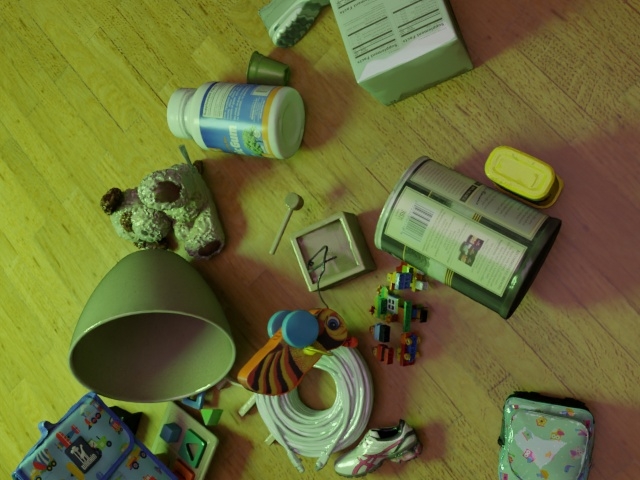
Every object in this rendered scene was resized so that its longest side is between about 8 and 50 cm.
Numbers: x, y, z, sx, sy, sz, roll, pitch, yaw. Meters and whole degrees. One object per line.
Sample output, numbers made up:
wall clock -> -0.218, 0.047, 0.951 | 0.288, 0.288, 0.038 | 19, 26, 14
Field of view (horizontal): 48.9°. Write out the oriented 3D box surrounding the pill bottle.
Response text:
pill bottle -> -0.184, -0.261, 1.505 | 0.272, 0.152, 0.152 | 8, 91, 22

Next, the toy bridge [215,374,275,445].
toy bridge -> -0.152, 0.356, 1.535 | 0.188, 0.026, 0.063 | 44, 101, 17

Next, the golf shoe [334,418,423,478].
golf shoe -> 0.105, 0.410, 1.400 | 0.186, 0.067, 0.086 | -25, 104, 13

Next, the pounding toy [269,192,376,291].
pounding toy -> -0.010, -0.002, 1.457 | 0.181, 0.094, 0.206 | -24, 79, 18

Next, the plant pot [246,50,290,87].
plant pot -> -0.110, -0.362, 1.527 | 0.079, 0.083, 0.083 | 15, 93, 8

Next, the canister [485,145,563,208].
canister -> 0.368, -0.114, 1.273 | 0.126, 0.170, 0.073 | 29, 98, 20

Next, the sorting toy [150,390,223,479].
sorting toy -> -0.321, 0.475, 1.551 | 0.196, 0.047, 0.347 | 27, 98, 40

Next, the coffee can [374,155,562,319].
coffee can -> 0.268, -0.010, 1.291 | 0.275, 0.201, 0.201 | 30, 99, 20

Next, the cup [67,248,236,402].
cup -> -0.354, 0.159, 1.495 | 0.331, 0.331, 0.237 | -30, 45, 18

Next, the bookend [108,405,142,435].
bookend -> -0.521, 0.452, 1.651 | 0.156, 0.072, 0.157 | 20, 94, 21

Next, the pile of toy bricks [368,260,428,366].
pile of toy bricks -> 0.139, 0.140, 1.399 | 0.105, 0.118, 0.212 | 16, 105, 53

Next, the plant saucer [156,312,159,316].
plant saucer -> -0.422, 0.238, 1.650 | 0.067, 0.018, 0.192 | 19, 95, 21

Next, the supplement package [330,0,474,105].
supplement package -> 0.148, -0.435, 1.356 | 0.198, 0.199, 0.262 | -21, 81, 19

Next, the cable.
cable -> -0.011, 0.310, 1.449 | 0.257, 0.089, 0.257 | -45, 73, 13

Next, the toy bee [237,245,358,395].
toy bee -> -0.011, 0.184, 1.327 | 0.162, 0.195, 0.298 | 39, 92, -15

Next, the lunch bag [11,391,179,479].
lunch bag -> -0.468, 0.468, 1.415 | 0.138, 0.221, 0.293 | -19, 112, 40

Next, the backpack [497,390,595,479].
backpack -> 0.400, 0.380, 1.258 | 0.166, 0.144, 0.188 | 7, 93, 16

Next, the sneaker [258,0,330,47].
sneaker -> -0.027, -0.546, 1.480 | 0.281, 0.105, 0.115 | -42, 74, 15

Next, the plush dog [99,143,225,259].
plush dog -> -0.359, -0.075, 1.552 | 0.225, 0.262, 0.210 | -21, 47, 10
